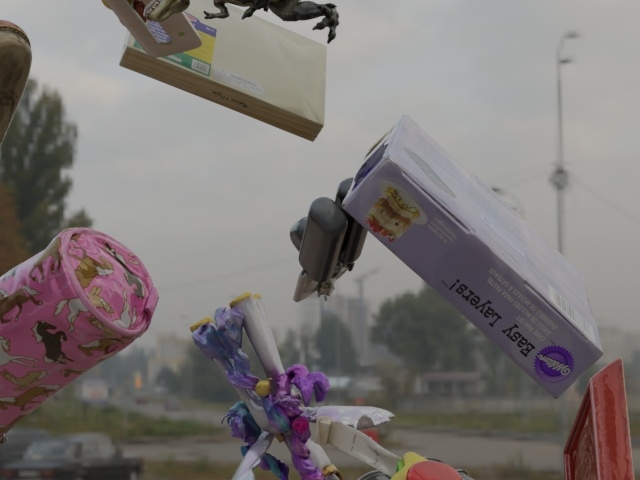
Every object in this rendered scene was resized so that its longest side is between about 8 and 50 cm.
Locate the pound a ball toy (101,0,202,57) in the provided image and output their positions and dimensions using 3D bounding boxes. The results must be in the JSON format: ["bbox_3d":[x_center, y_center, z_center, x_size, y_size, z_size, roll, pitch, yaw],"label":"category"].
[{"bbox_3d":[-0.301,-0.449,2.176,0.135,0.208,0.319,-11,-17,8],"label":"pound a ball toy"}]

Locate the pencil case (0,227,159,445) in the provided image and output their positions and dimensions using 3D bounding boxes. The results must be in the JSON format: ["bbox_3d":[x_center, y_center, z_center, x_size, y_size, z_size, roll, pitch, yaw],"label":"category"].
[{"bbox_3d":[-0.387,0.140,1.670,0.386,0.160,0.167,-37,-27,25],"label":"pencil case"}]

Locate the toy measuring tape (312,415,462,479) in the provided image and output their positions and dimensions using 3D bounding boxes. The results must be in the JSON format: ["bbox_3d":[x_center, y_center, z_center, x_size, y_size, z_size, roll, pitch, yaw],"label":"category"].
[{"bbox_3d":[0.086,0.312,1.625,0.330,0.121,0.121,24,11,38],"label":"toy measuring tape"}]

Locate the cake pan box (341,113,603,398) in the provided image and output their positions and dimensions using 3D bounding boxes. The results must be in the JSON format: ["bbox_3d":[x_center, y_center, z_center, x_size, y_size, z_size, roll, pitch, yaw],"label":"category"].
[{"bbox_3d":[0.147,0.006,1.199,0.267,0.070,0.246,41,17,-6],"label":"cake pan box"}]

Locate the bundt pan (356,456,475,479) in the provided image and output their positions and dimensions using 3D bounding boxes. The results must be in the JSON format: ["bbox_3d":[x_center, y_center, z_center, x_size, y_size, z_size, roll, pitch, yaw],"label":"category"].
[{"bbox_3d":[0.162,0.485,1.873,0.330,0.331,0.124,3,-2,-28],"label":"bundt pan"}]

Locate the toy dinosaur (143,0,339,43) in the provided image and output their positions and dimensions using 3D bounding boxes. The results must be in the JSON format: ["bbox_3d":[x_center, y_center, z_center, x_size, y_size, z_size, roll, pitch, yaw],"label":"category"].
[{"bbox_3d":[-0.038,-0.241,1.264,0.268,0.064,0.118,-4,29,-10],"label":"toy dinosaur"}]

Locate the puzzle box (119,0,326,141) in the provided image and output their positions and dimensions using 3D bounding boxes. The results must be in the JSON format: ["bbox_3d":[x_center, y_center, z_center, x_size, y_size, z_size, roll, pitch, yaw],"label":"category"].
[{"bbox_3d":[-0.180,-0.363,2.521,0.408,0.272,0.052,21,-49,-16],"label":"puzzle box"}]

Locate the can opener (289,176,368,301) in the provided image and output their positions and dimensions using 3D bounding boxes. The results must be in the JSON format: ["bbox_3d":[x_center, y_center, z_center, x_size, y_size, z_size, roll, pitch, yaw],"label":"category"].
[{"bbox_3d":[0.000,0.000,1.402,0.074,0.093,0.280,-37,-9,-16],"label":"can opener"}]

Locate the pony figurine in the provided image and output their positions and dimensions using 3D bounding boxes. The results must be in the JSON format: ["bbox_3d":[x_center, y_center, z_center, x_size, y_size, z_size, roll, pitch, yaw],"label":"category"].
[{"bbox_3d":[-0.062,0.261,1.976,0.302,0.363,0.351,-28,-4,-1],"label":"pony figurine"}]

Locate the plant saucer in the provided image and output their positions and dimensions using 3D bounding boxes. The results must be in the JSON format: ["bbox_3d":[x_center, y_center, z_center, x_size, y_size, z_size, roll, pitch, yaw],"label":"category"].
[{"bbox_3d":[0.411,0.348,1.936,0.047,0.259,0.258,5,-42,0],"label":"plant saucer"}]

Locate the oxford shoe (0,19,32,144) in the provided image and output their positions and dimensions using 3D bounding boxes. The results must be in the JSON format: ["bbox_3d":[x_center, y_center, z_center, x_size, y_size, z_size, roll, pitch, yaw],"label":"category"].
[{"bbox_3d":[-0.410,-0.080,1.462,0.130,0.348,0.123,36,10,39],"label":"oxford shoe"}]
